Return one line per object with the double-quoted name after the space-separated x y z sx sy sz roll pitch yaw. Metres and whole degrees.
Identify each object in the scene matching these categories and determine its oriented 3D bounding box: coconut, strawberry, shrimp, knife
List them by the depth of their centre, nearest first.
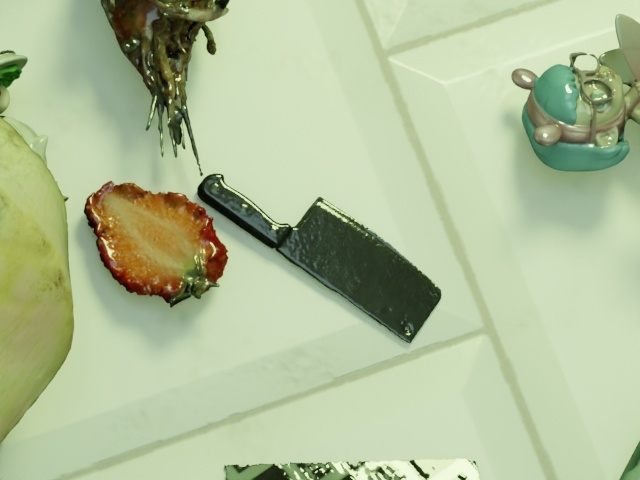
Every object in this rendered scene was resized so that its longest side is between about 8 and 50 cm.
-0.376 0.051 1.472 0.352 0.352 0.352 1 74 -4 "coconut"
-0.149 0.002 1.647 0.104 0.048 0.152 -45 68 -7 "strawberry"
0.000 0.000 1.674 0.245 0.019 0.072 34 71 3 "knife"
-0.138 -0.230 1.678 0.145 0.116 0.343 -9 75 8 "shrimp"

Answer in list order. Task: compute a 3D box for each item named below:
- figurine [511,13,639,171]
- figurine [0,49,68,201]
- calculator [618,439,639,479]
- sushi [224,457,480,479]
0.315 -0.105 1.671 0.260 0.103 0.205 -4 49 -9 "figurine"
-0.288 -0.078 1.632 0.132 0.132 0.154 -29 90 -11 "figurine"
0.321 0.256 1.605 0.141 0.045 0.246 29 74 4 "calculator"
0.035 0.280 1.549 0.231 0.047 0.219 -1 59 -4 "sushi"
